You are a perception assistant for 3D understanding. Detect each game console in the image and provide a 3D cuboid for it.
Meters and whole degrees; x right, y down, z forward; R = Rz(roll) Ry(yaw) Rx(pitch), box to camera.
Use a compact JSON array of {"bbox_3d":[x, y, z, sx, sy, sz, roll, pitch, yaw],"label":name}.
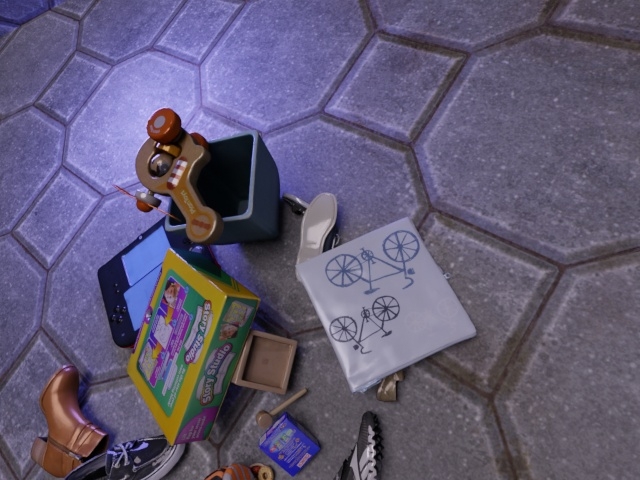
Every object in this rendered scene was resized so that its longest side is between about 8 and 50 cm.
[{"bbox_3d":[-0.504,0.102,1.277,0.386,0.060,0.342,-37,61,3],"label":"game console"}]

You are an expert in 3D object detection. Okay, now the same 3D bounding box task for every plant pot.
[{"bbox_3d":[-0.229,-0.107,1.141,0.247,0.252,0.248,-8,66,19],"label":"plant pot"}]

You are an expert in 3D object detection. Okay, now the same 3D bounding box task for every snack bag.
[{"bbox_3d":[0.149,0.134,0.972,0.322,0.037,0.343,-23,63,-7],"label":"snack bag"}]

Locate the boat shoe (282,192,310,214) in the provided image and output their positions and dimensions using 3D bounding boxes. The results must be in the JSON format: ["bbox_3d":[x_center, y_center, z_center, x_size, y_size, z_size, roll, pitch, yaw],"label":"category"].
[{"bbox_3d":[-0.060,-0.093,1.187,0.142,0.049,0.040,30,83,26],"label":"boat shoe"}]

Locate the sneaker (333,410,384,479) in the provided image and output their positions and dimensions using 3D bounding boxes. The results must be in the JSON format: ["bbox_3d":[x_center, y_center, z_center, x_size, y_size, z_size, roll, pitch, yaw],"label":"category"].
[{"bbox_3d":[0.078,0.487,0.882,0.106,0.078,0.235,-4,70,18],"label":"sneaker"}]

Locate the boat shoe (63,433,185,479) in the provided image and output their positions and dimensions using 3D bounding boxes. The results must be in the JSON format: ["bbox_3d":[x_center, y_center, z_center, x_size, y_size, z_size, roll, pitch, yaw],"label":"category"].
[{"bbox_3d":[-0.490,0.553,1.038,0.300,0.102,0.108,-24,37,3],"label":"boat shoe"}]

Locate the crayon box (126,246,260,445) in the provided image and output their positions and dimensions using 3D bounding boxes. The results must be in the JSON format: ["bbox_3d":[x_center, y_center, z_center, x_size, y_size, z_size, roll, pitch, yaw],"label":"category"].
[{"bbox_3d":[-0.328,0.241,1.030,0.313,0.106,0.364,26,98,43],"label":"crayon box"}]

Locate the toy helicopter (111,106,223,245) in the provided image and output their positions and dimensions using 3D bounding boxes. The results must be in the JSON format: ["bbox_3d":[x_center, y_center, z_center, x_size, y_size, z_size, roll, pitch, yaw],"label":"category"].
[{"bbox_3d":[-0.341,-0.119,0.972,0.235,0.140,0.355,-39,63,5],"label":"toy helicopter"}]

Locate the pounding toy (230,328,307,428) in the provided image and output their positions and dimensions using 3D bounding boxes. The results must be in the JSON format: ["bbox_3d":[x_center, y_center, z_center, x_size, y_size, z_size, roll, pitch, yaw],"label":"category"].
[{"bbox_3d":[-0.128,0.336,1.010,0.094,0.180,0.206,-20,53,62],"label":"pounding toy"}]

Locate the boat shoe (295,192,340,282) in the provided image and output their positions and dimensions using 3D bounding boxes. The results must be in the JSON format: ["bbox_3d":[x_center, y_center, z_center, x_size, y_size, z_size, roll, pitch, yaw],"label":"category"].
[{"bbox_3d":[0.000,0.000,1.108,0.095,0.079,0.255,2,73,20],"label":"boat shoe"}]

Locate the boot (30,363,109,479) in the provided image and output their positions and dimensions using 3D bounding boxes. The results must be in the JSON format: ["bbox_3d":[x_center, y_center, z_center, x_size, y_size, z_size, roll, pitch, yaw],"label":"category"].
[{"bbox_3d":[-0.679,0.505,1.152,0.219,0.109,0.284,6,74,25],"label":"boot"}]

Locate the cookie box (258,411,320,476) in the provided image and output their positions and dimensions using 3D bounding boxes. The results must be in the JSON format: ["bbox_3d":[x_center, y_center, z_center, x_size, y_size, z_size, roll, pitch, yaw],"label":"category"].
[{"bbox_3d":[-0.070,0.460,0.942,0.107,0.040,0.092,45,88,-7],"label":"cookie box"}]

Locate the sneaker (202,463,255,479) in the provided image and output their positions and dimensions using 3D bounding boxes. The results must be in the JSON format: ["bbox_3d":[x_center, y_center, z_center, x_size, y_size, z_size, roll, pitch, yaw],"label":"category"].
[{"bbox_3d":[-0.194,0.674,0.905,0.180,0.124,0.322,-33,62,20],"label":"sneaker"}]

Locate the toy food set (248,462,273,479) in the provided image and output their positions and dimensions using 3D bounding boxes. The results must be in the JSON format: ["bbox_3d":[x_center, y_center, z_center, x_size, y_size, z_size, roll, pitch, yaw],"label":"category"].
[{"bbox_3d":[-0.147,0.566,0.971,0.083,0.020,0.083,0,70,21],"label":"toy food set"}]

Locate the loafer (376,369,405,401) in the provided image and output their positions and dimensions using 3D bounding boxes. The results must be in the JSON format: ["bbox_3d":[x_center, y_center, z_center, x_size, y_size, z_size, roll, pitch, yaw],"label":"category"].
[{"bbox_3d":[0.169,0.293,0.940,0.050,0.056,0.148,15,81,21],"label":"loafer"}]
